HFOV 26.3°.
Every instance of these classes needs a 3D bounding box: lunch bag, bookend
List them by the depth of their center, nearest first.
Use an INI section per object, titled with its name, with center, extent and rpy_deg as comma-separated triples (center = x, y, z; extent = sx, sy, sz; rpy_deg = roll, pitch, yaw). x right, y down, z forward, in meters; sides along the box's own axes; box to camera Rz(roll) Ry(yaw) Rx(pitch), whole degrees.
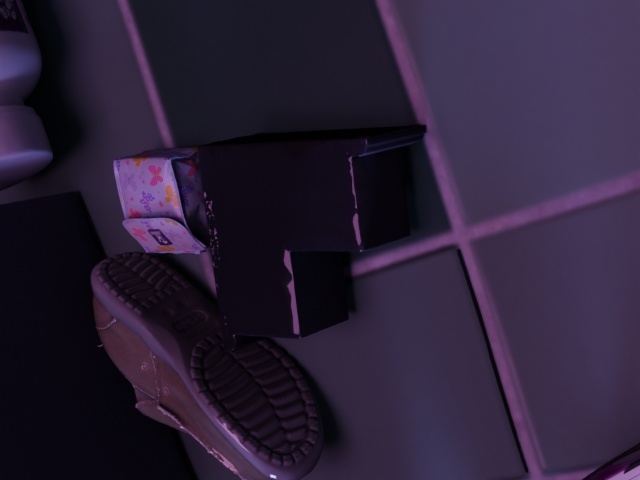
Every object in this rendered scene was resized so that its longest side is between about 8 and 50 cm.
[bookend]
center = 0.000, 0.000, 0.985
extent = 0.157, 0.072, 0.156
rpy_deg = -1, 101, 39
[lunch bag]
center = -0.122, -0.029, 1.093
extent = 0.071, 0.053, 0.083
rpy_deg = 2, 108, 39

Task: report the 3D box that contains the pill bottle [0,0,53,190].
[pill bottle]
center = -0.336, -0.187, 1.155
extent = 0.169, 0.169, 0.301
rpy_deg = -26, 84, 40

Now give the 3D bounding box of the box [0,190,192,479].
[box]
center = -0.352, 0.172, 1.224
extent = 0.395, 0.212, 0.293
rpy_deg = -28, 82, 41

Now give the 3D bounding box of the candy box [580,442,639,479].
[candy box]
center = 0.229, 0.128, 0.770
extent = 0.233, 0.159, 0.071
rpy_deg = -40, 76, 37

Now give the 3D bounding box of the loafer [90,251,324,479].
[loafer]
center = -0.094, 0.110, 1.088
extent = 0.251, 0.094, 0.087
rpy_deg = 44, 135, 30
